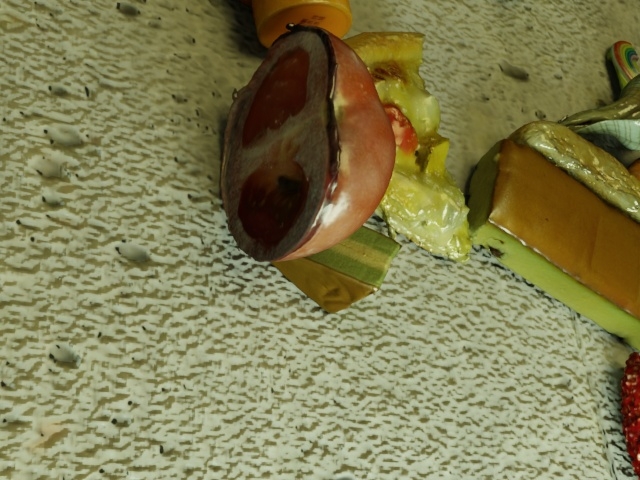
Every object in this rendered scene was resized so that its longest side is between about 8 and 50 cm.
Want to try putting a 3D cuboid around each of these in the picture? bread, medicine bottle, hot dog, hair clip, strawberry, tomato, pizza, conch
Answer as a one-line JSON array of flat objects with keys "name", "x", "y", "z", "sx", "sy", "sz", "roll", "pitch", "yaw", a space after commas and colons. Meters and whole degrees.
[{"name": "bread", "x": -0.004, "y": -0.003, "z": 1.025, "sx": 0.139, "sy": 0.084, "sz": 0.074, "roll": 43, "pitch": 51, "yaw": -13}, {"name": "medicine bottle", "x": -0.034, "y": -0.322, "z": 1.110, "sx": 0.112, "sy": 0.149, "sz": 0.222, "roll": 4, "pitch": 67, "yaw": -36}, {"name": "hot dog", "x": 0.333, "y": -0.085, "z": 1.335, "sx": 0.242, "sy": 0.084, "sz": 0.073, "roll": 28, "pitch": 55, "yaw": -24}, {"name": "hair clip", "x": 0.459, "y": -0.224, "z": 1.538, "sx": 0.060, "sy": 0.033, "sz": 0.188, "roll": 14, "pitch": 61, "yaw": -30}, {"name": "strawberry", "x": 0.411, "y": 0.250, "z": 1.249, "sx": 0.167, "sy": 0.087, "sz": 0.208, "roll": 41, "pitch": 20, "yaw": -42}, {"name": "tomato", "x": -0.005, "y": -0.080, "z": 0.982, "sx": 0.112, "sy": 0.199, "sz": 0.228, "roll": 14, "pitch": 69, "yaw": -34}, {"name": "bread", "x": 0.327, "y": 0.015, "z": 1.285, "sx": 0.361, "sy": 0.077, "sz": 0.138, "roll": 30, "pitch": 54, "yaw": -24}, {"name": "pizza", "x": 0.094, "y": -0.103, "z": 1.158, "sx": 0.288, "sy": 0.075, "sz": 0.280, "roll": 51, "pitch": 48, "yaw": -7}, {"name": "conch", "x": 0.460, "y": -0.166, "z": 1.434, "sx": 0.234, "sy": 0.137, "sz": 0.114, "roll": -38, "pitch": 123, "yaw": -24}]

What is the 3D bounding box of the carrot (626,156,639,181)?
[{"name": "carrot", "x": 0.492, "y": -0.112, "z": 1.496, "sx": 0.061, "sy": 0.061, "sz": 0.256, "roll": 56, "pitch": 44, "yaw": -3}]
